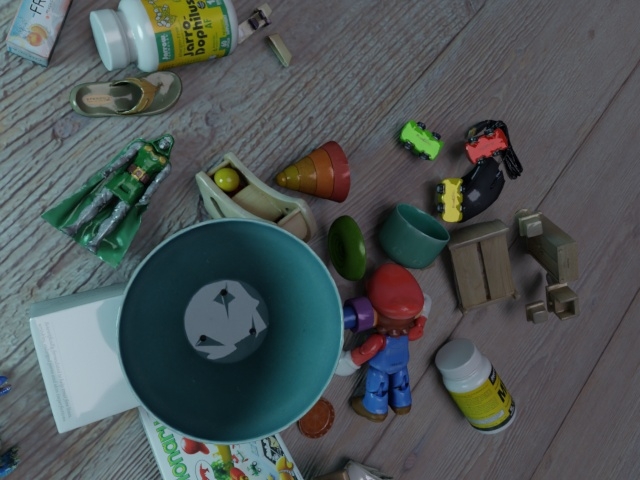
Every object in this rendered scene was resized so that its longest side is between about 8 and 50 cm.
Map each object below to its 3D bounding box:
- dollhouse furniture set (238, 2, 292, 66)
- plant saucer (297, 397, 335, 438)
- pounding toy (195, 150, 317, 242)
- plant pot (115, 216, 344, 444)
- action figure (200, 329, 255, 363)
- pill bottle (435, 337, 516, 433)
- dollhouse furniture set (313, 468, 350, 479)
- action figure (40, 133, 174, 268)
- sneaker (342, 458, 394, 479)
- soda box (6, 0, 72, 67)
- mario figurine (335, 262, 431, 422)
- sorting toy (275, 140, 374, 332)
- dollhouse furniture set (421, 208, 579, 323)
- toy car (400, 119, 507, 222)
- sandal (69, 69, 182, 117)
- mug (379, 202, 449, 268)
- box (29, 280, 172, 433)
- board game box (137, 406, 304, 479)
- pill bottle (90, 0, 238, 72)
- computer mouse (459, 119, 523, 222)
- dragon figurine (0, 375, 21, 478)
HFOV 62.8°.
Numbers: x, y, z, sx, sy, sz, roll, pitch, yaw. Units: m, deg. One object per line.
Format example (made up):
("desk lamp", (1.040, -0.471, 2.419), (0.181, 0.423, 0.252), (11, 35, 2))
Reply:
("dollhouse furniture set", (-0.105, -0.351, 0.948), (0.081, 0.091, 0.114), (-39, 114, -5))
("plant saucer", (-0.009, 0.363, 1.072), (0.084, 0.013, 0.083), (-2, 94, -29))
("pounding toy", (-0.115, -0.012, 0.865), (0.269, 0.154, 0.155), (45, 64, 9))
("plant pot", (-0.131, 0.123, 0.766), (0.291, 0.195, 0.289), (1, 84, -13))
("action figure", (-0.095, 0.125, 0.966), (0.285, 0.099, 0.185), (-20, 90, -31))
("pill bottle", (0.356, 0.334, 1.210), (0.119, 0.119, 0.208), (-42, 112, -20))
("dollhouse furniture set", (-0.092, 0.620, 0.841), (0.395, 0.362, 0.256), (-18, 91, 2))
("action figure", (-0.316, -0.087, 0.855), (0.137, 0.064, 0.232), (41, 71, -21))
("sneaker", (0.123, 0.588, 1.105), (0.169, 0.108, 0.292), (-47, 112, -15))
("soda box", (-0.407, -0.359, 0.784), (0.058, 0.063, 0.183), (21, 82, -28))
("mario figurine", (0.130, 0.199, 1.103), (0.198, 0.170, 0.320), (-23, 119, -63))
("sorting toy", (0.000, 0.000, 0.976), (0.126, 0.127, 0.365), (-10, 88, -22))
("dollhouse furniture set", (0.406, 0.073, 1.270), (0.356, 0.173, 0.303), (-17, 116, 2))
("toy car", (0.266, -0.185, 1.152), (0.225, 0.053, 0.238), (32, 88, -13))
("sandal", (-0.310, -0.237, 0.852), (0.180, 0.049, 0.072), (-16, 101, -27))
("mug", (0.198, 0.000, 1.100), (0.158, 0.129, 0.097), (11, 122, -37))
("box", (-0.337, 0.169, 0.822), (0.182, 0.119, 0.180), (-14, 99, -28))
("board game box", (-0.154, 0.365, 0.855), (0.193, 0.305, 0.053), (-18, 143, -27))
("pill bottle", (-0.248, -0.338, 0.842), (0.209, 0.118, 0.117), (-22, 103, -26))
("computer mouse", (0.383, -0.171, 1.229), (0.262, 0.060, 0.184), (-37, 110, -22))
("dragon figurine", (-0.537, 0.320, 0.740), (0.289, 0.085, 0.144), (-47, 113, -19))
